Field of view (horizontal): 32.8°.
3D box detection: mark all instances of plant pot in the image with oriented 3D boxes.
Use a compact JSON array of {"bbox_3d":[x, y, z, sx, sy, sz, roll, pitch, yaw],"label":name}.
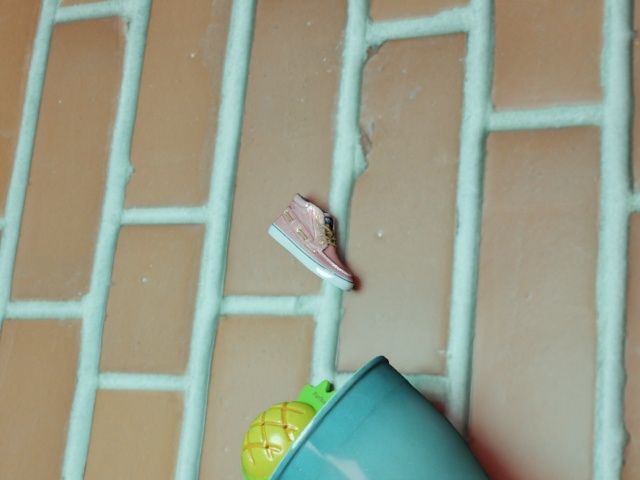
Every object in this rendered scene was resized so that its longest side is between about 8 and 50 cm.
[{"bbox_3d":[0.098,0.334,1.422,0.255,0.271,0.272,37,92,14],"label":"plant pot"}]

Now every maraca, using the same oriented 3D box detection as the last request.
[{"bbox_3d":[-0.042,0.279,1.581,0.186,0.099,0.127,-46,33,-10],"label":"maraca"}]

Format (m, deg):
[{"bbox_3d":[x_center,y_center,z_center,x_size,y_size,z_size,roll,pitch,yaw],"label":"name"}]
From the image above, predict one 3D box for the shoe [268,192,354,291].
[{"bbox_3d":[0.000,0.000,1.663,0.178,0.063,0.081,39,98,33],"label":"shoe"}]
